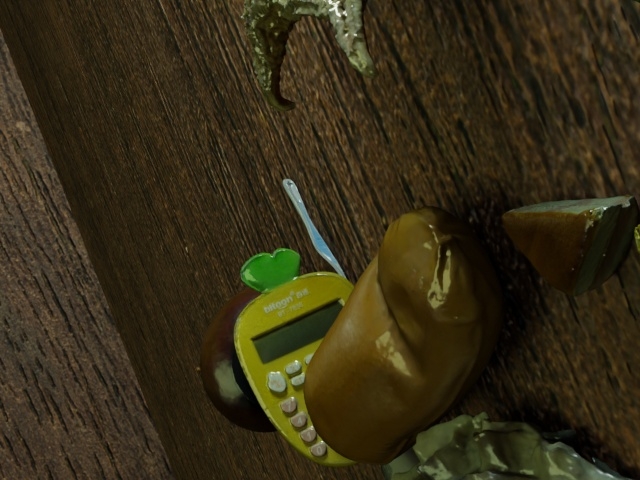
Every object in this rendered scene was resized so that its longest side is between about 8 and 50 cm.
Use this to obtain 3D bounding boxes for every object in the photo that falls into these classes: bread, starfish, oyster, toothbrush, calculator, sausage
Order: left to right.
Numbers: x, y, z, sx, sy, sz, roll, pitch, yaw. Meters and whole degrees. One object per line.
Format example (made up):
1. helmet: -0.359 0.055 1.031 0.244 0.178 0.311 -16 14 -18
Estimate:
1. calculator: -0.007 0.117 1.073 0.235 0.146 0.032 65 -169 4
2. toothbrush: 0.000 0.000 1.112 0.017 0.014 0.162 -47 63 46
3. starfish: 0.001 -0.246 0.774 0.293 0.084 0.301 -160 69 -71
4. sausage: 0.072 0.084 0.874 0.354 0.116 0.134 117 141 -59
5. oyster: 0.168 0.263 0.795 0.351 0.114 0.238 32 141 52
6. bread: 0.163 0.004 0.668 0.109 0.043 0.062 -7 101 67

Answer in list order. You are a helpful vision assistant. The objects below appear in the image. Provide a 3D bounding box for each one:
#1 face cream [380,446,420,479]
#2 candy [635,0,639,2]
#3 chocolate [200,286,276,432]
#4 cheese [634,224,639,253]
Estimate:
1. face cream: 0.100 0.249 1.050 0.243 0.058 0.092 40 150 61
2. candy: 0.163 -0.179 0.523 0.035 0.035 0.123 3 109 20
3. chocolate: -0.059 0.130 1.181 0.177 0.176 0.177 51 153 39
4. cheese: 0.242 0.024 0.466 0.250 0.064 0.157 4 115 54
